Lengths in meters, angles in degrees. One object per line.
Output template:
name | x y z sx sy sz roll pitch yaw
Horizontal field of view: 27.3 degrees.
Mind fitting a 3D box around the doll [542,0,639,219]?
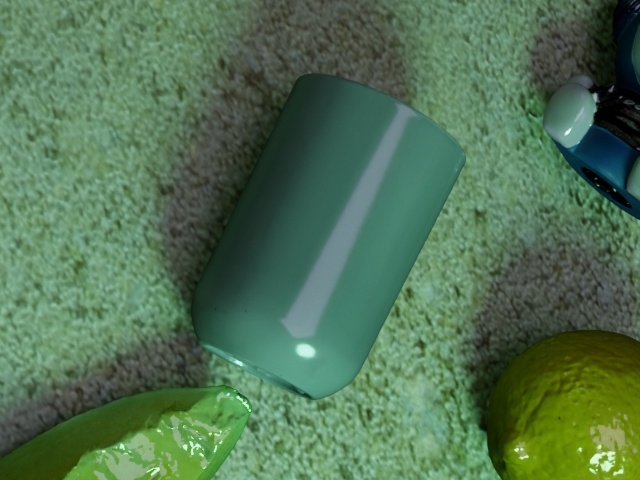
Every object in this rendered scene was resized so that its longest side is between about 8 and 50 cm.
doll | 0.445 -0.177 1.587 0.284 0.240 0.310 41 89 16

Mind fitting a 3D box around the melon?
melon | -0.213 0.264 1.359 0.323 0.124 0.196 -36 104 -26

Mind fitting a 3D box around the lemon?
lemon | 0.306 0.214 1.515 0.253 0.228 0.228 10 85 -23

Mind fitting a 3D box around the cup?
cup | 0.000 0.000 1.407 0.205 0.205 0.312 31 78 -19
